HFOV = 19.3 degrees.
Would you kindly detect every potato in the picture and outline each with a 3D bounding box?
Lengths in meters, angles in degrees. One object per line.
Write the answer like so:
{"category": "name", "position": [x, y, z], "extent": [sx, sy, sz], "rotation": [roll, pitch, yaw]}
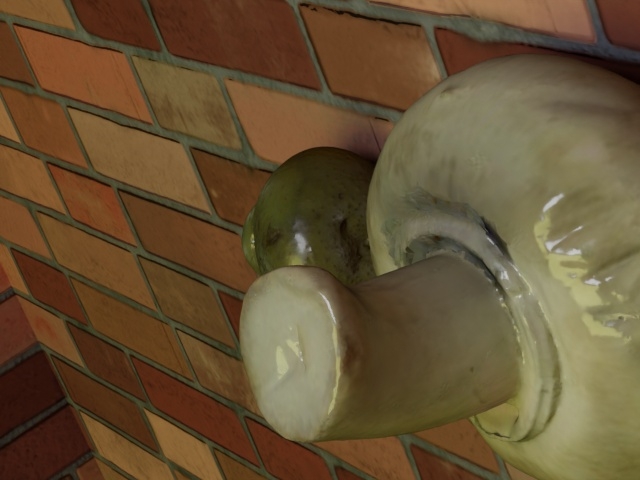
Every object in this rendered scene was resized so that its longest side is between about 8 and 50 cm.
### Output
{"category": "potato", "position": [0.000, 0.000, 1.611], "extent": [0.157, 0.157, 0.194], "rotation": [62, 158, -12]}

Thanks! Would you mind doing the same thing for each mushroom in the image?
{"category": "mushroom", "position": [0.139, 0.010, 1.241], "extent": [0.356, 0.315, 0.315], "rotation": [29, 172, -31]}
